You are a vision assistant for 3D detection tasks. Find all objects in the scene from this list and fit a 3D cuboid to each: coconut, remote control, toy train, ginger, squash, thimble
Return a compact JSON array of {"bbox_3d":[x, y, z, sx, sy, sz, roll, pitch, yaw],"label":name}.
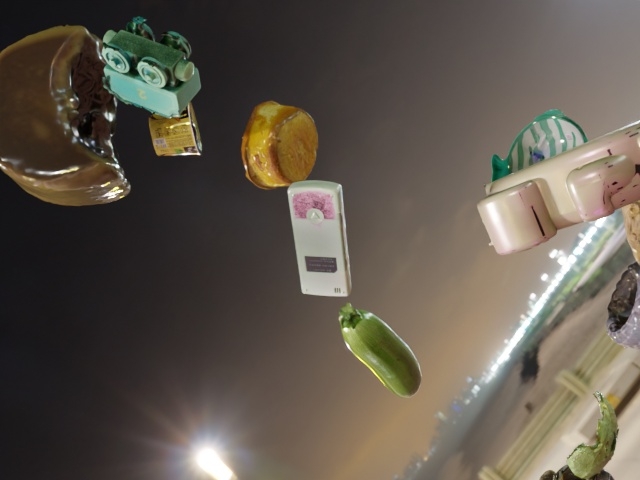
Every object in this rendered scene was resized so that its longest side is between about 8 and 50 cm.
[{"bbox_3d":[0.466,0.334,1.193,0.158,0.055,0.133,-58,-44,-29],"label":"coconut"},{"bbox_3d":[0.000,0.000,1.910,0.050,0.145,0.344,-64,-27,-55],"label":"remote control"},{"bbox_3d":[-0.347,-0.348,1.453,0.112,0.203,0.163,-58,-16,-29],"label":"toy train"},{"bbox_3d":[0.566,-0.065,1.257,0.074,0.214,0.137,-18,-11,24],"label":"ginger"},{"bbox_3d":[0.152,0.268,1.679,0.107,0.107,0.395,-48,-48,-10],"label":"squash"},{"bbox_3d":[0.800,0.171,1.691,0.205,0.172,0.236,-66,-10,-45],"label":"thimble"}]

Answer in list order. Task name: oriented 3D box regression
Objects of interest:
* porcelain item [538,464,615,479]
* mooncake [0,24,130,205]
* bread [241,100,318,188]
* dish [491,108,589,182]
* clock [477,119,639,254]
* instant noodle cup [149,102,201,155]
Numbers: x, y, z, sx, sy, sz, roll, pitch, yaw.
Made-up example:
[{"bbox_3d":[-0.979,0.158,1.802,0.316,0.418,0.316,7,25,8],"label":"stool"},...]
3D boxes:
[{"bbox_3d":[0.478,0.543,1.288,0.137,0.186,0.288,-15,19,32],"label":"porcelain item"},{"bbox_3d":[-0.580,-0.286,1.658,0.394,0.393,0.246,-59,-3,-14],"label":"mooncake"},{"bbox_3d":[-0.116,-0.270,2.071,0.268,0.145,0.269,-13,-74,-55],"label":"bread"},{"bbox_3d":[0.499,-0.166,1.559,0.078,0.246,0.224,10,-102,-41],"label":"dish"},{"bbox_3d":[0.405,-0.092,1.066,0.309,0.114,0.284,-24,-2,27],"label":"clock"},{"bbox_3d":[-0.399,-0.300,1.956,0.122,0.152,0.151,-9,-27,-5],"label":"instant noodle cup"}]
